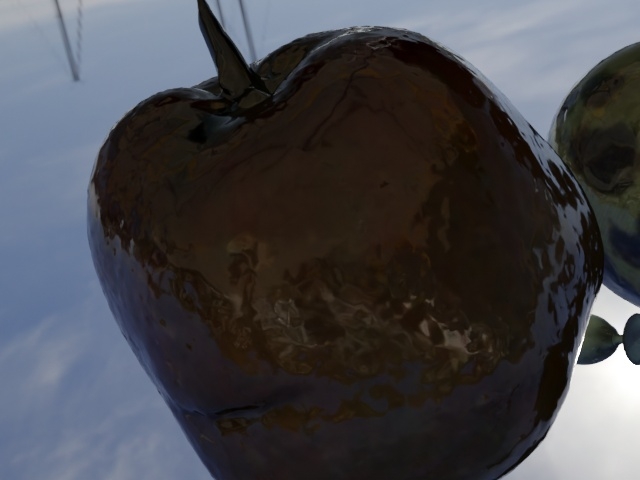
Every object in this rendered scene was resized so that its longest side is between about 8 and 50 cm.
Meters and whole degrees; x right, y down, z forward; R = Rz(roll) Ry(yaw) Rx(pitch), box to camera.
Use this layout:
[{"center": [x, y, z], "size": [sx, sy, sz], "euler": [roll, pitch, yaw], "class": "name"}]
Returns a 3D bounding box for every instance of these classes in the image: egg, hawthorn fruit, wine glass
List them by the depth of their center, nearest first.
[{"center": [0.000, 0.000, 0.558], "size": [0.268, 0.301, 0.268], "euler": [-31, -168, 7], "class": "hawthorn fruit"}, {"center": [0.477, -0.061, 1.193], "size": [0.428, 0.345, 0.345], "euler": [34, -144, 9], "class": "egg"}, {"center": [0.460, 0.170, 1.709], "size": [0.093, 0.093, 0.202], "euler": [-29, -167, -36], "class": "wine glass"}]
